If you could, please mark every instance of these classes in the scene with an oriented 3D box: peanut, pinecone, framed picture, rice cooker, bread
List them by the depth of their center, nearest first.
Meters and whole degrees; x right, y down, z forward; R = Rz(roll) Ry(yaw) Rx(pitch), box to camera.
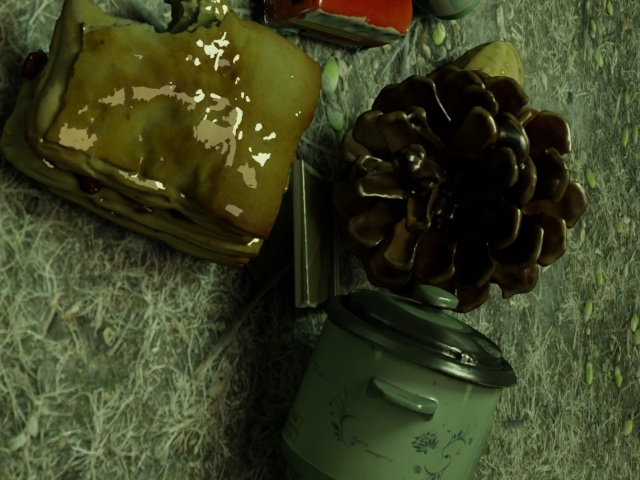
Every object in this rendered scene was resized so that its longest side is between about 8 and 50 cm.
[{"bbox_3d":[-0.148,-0.153,1.132,0.370,0.191,0.314,36,60,-43],"label":"bread"},{"bbox_3d":[0.099,0.199,1.270,0.316,0.264,0.316,21,90,-84],"label":"rice cooker"},{"bbox_3d":[0.000,0.000,1.346,0.260,0.023,0.189,17,71,-79],"label":"framed picture"},{"bbox_3d":[0.174,-0.065,1.367,0.384,0.384,0.384,7,81,-51],"label":"pinecone"},{"bbox_3d":[0.246,-0.212,1.669,0.340,0.158,0.174,-49,125,-49],"label":"peanut"}]

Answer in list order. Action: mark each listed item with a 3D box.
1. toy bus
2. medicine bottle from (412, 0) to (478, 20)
[{"bbox_3d":[0.031,-0.347,1.430,0.265,0.120,0.121,2,87,-51],"label":"toy bus"},{"bbox_3d":[0.188,-0.440,1.579,0.274,0.133,0.133,17,73,-72],"label":"medicine bottle"}]
